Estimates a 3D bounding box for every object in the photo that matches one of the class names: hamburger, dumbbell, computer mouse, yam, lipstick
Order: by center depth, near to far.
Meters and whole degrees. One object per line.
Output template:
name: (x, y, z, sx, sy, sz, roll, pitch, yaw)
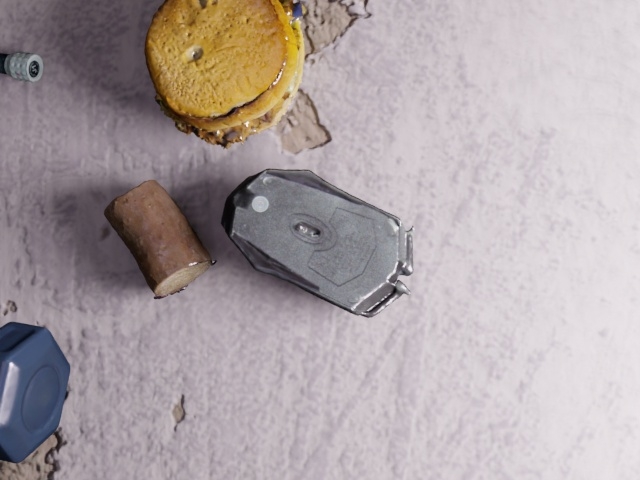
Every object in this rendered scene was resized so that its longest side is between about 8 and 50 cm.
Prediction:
computer mouse: (-0.001, 0.003, 1.206, 0.231, 0.071, 0.126, 24, 76, 8)
hamburger: (-0.103, -0.197, 1.235, 0.181, 0.118, 0.191, -6, 78, 19)
yam: (-0.187, -0.004, 1.257, 0.084, 0.084, 0.127, -37, 77, 9)
dumbbell: (-0.462, 0.155, 1.285, 0.324, 0.160, 0.144, 9, 55, 16)
lipstick: (-0.405, -0.224, 1.374, 0.116, 0.037, 0.037, 12, 87, 22)
